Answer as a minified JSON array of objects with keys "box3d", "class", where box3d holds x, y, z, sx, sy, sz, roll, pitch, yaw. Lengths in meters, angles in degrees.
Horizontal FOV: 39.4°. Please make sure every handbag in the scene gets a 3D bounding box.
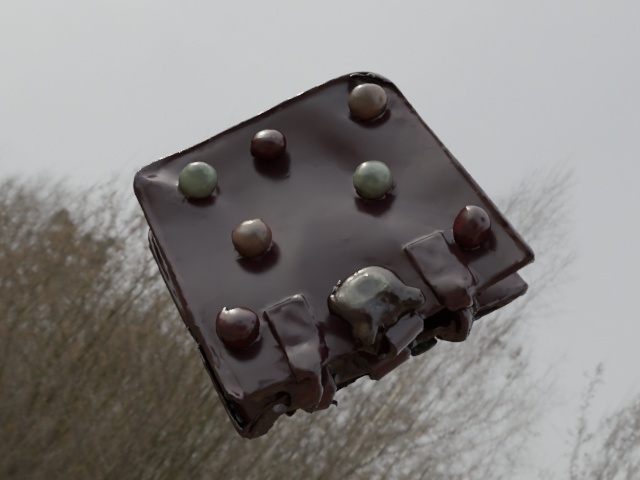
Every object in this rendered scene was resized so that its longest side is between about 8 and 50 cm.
[{"box3d":[-0.001,-0.002,0.575,0.216,0.203,0.074,57,-12,38],"class":"handbag"}]
